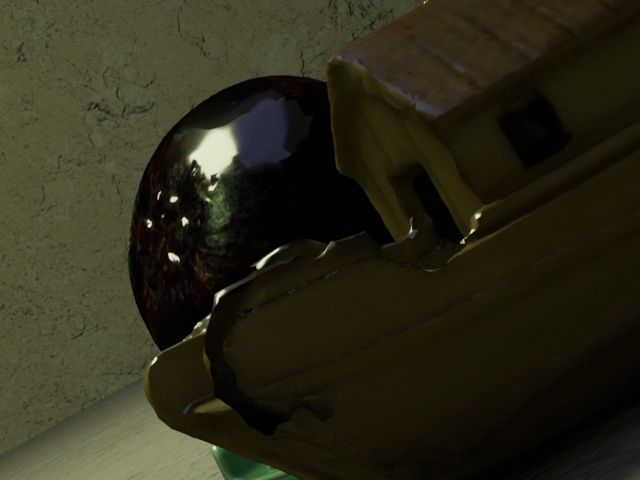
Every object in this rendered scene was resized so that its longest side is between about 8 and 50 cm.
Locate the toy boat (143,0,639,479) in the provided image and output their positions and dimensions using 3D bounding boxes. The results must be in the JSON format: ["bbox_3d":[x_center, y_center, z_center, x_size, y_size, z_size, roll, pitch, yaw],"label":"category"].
[{"bbox_3d":[0.130,-0.048,0.601,0.445,0.162,0.136,-28,-2,-21],"label":"toy boat"}]

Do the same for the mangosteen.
[{"bbox_3d":[-0.012,0.003,0.984,0.216,0.216,0.216,-28,1,0],"label":"mangosteen"}]

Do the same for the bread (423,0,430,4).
[{"bbox_3d":[0.218,-0.120,0.843,0.344,0.195,0.149,-25,10,23],"label":"bread"}]

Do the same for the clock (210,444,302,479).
[{"bbox_3d":[0.018,0.077,0.707,0.101,0.041,0.135,-28,1,-34],"label":"clock"}]
